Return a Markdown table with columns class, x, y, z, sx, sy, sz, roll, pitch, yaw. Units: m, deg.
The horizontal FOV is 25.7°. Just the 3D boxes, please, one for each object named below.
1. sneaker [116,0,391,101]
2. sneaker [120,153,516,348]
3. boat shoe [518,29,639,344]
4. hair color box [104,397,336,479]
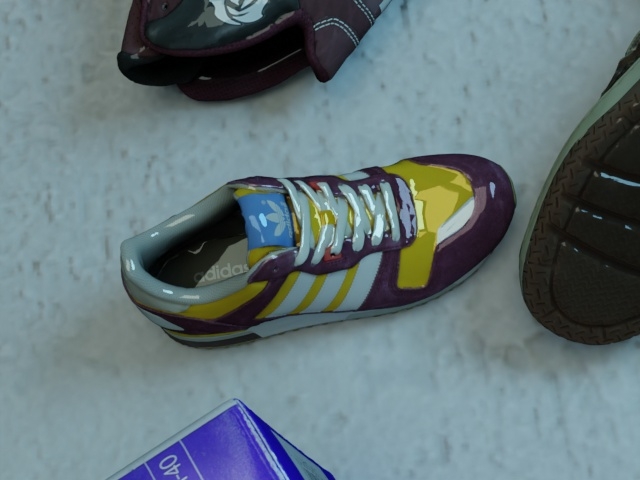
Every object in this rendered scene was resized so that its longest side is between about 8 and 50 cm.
| class | x | y | z | sx | sy | sz | roll | pitch | yaw |
| --- | --- | --- | --- | --- | --- | --- | --- | --- | --- |
| sneaker | -0.087 | -0.168 | 0.714 | 0.281 | 0.106 | 0.162 | 28 | 82 | 18 |
| sneaker | 0.000 | 0.000 | 0.646 | 0.185 | 0.084 | 0.070 | -20 | 68 | 5 |
| boat shoe | 0.177 | -0.069 | 0.624 | 0.095 | 0.095 | 0.257 | 33 | 107 | -8 |
| hair color box | -0.128 | 0.209 | 0.547 | 0.339 | 0.185 | 0.110 | -32 | 70 | 0 |
